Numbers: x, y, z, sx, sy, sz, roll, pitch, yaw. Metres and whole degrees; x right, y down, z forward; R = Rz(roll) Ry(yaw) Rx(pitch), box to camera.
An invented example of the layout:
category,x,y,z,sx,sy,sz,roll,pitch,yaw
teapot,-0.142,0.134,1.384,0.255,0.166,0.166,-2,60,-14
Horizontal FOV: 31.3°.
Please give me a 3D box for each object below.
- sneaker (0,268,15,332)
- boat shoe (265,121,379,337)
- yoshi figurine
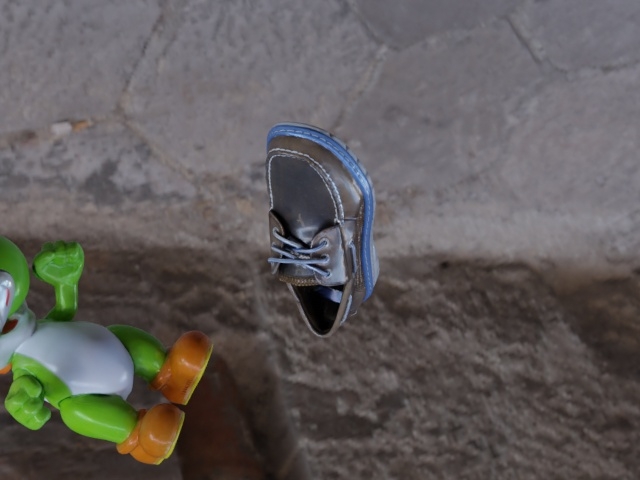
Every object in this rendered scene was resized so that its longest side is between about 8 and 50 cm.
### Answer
category,x,y,z,sx,sy,sz,roll,pitch,yaw
sneaker,-0.336,0.110,1.136,0.057,0.075,0.161,32,84,-53
boat shoe,0.000,0.000,0.749,0.066,0.066,0.183,9,146,24
yoshi figurine,-0.309,0.105,1.303,0.362,0.203,0.203,25,96,-7
